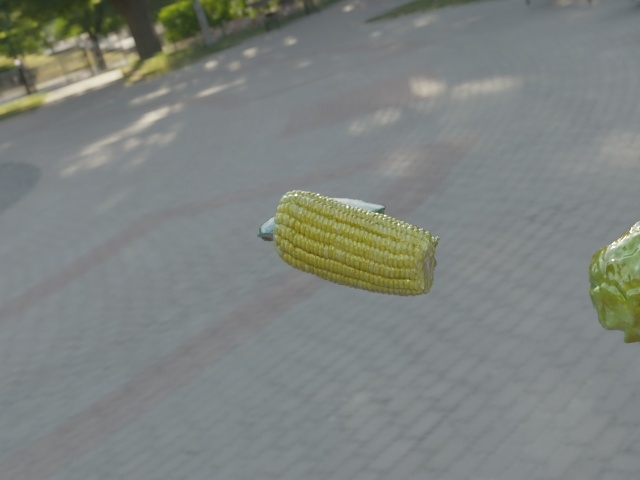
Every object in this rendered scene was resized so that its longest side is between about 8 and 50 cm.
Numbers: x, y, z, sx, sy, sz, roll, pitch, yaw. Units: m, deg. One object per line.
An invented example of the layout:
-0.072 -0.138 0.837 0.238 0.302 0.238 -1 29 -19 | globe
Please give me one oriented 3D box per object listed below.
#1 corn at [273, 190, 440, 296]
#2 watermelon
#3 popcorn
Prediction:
0.033 0.005 1.119 0.165 0.085 0.063 14 11 22 | corn
-0.004 -0.010 1.477 0.155 0.080 0.101 14 24 4 | watermelon
0.456 0.063 1.519 0.197 0.213 0.198 -23 22 10 | popcorn
